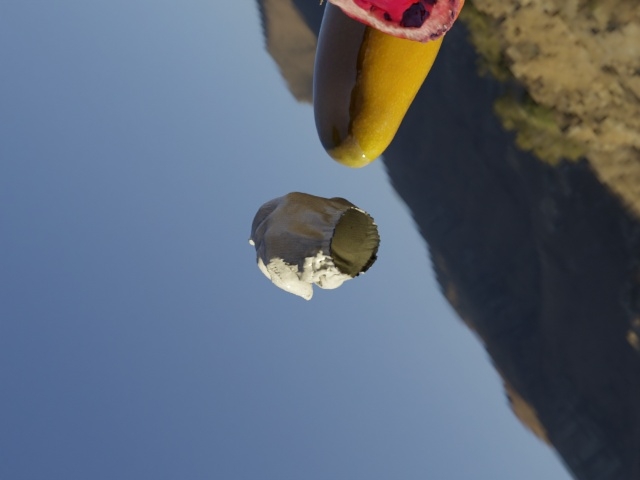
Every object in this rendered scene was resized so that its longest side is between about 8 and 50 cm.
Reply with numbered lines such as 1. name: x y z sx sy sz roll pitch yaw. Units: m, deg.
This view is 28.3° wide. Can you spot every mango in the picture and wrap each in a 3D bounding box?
1. mango: 0.042 -0.140 0.939 0.085 0.184 0.102 15 172 -30

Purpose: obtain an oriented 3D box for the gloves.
1. gloves: -0.002 -0.002 0.457 0.037 0.044 0.081 45 151 -13

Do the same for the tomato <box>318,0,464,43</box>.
1. tomato: 0.031 -0.222 0.779 0.189 0.099 0.173 38 159 -5
